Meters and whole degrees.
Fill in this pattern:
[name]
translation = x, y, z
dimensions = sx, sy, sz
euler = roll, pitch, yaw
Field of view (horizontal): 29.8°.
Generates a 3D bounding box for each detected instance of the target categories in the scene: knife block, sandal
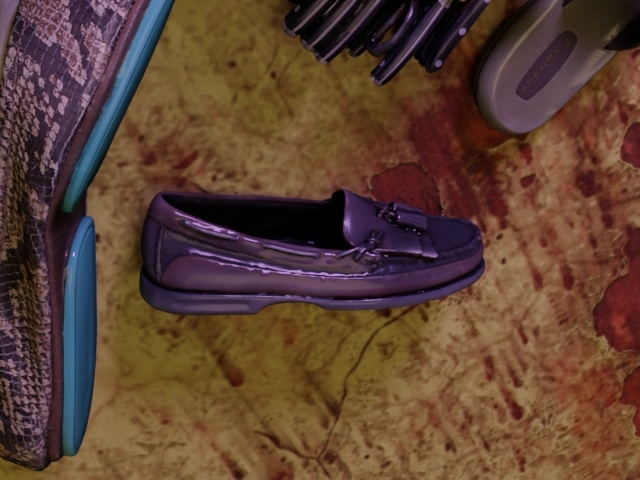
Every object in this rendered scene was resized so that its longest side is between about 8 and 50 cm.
[knife block]
translation = 0.079, -0.258, 0.884
dimensions = 0.242, 0.088, 0.276
euler = -11, 123, -15
[sandal]
translation = 0.247, -0.202, 0.981
dimensions = 0.120, 0.086, 0.303
euler = 25, 109, -31

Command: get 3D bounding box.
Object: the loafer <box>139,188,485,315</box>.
[loafer]
translation = 0.000, 0.000, 1.006
dimensions = 0.302, 0.109, 0.095
euler = -4, 117, -14

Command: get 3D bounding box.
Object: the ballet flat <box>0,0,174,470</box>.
[ballet flat]
translation = -0.225, -0.039, 0.881
dimensions = 0.182, 0.164, 0.483
euler = 15, 117, -5
